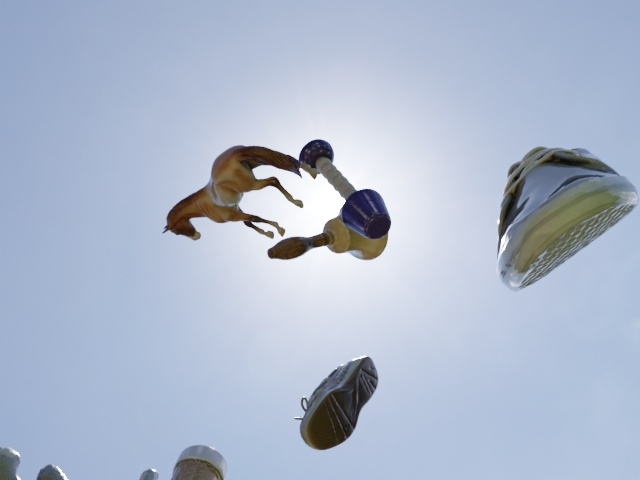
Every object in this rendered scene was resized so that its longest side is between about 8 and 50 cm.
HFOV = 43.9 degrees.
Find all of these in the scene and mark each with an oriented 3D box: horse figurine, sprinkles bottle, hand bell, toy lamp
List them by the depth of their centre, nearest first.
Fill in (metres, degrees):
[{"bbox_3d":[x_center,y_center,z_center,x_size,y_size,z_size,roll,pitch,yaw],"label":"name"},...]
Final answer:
[{"bbox_3d":[-0.114,-0.071,1.177,0.174,0.066,0.263,20,-37,-16],"label":"horse figurine"},{"bbox_3d":[0.041,-0.087,1.364,0.080,0.275,0.080,-12,-58,-19],"label":"toy lamp"},{"bbox_3d":[0.000,0.000,1.420,0.242,0.126,0.126,-16,-47,-46],"label":"hand bell"},{"bbox_3d":[-0.298,0.597,1.697,0.121,0.355,0.121,4,-63,8],"label":"sprinkles bottle"}]

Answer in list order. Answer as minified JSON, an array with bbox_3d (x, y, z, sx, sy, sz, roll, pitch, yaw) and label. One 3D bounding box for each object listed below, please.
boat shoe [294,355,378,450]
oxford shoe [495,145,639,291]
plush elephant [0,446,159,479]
[{"bbox_3d":[0.027,0.334,1.618,0.089,0.285,0.105,-13,-78,32],"label":"boat shoe"},{"bbox_3d":[0.260,-0.042,0.896,0.169,0.449,0.130,-36,-98,21],"label":"oxford shoe"},{"bbox_3d":[-0.387,0.481,1.275,0.329,0.255,0.272,23,-79,22],"label":"plush elephant"}]
